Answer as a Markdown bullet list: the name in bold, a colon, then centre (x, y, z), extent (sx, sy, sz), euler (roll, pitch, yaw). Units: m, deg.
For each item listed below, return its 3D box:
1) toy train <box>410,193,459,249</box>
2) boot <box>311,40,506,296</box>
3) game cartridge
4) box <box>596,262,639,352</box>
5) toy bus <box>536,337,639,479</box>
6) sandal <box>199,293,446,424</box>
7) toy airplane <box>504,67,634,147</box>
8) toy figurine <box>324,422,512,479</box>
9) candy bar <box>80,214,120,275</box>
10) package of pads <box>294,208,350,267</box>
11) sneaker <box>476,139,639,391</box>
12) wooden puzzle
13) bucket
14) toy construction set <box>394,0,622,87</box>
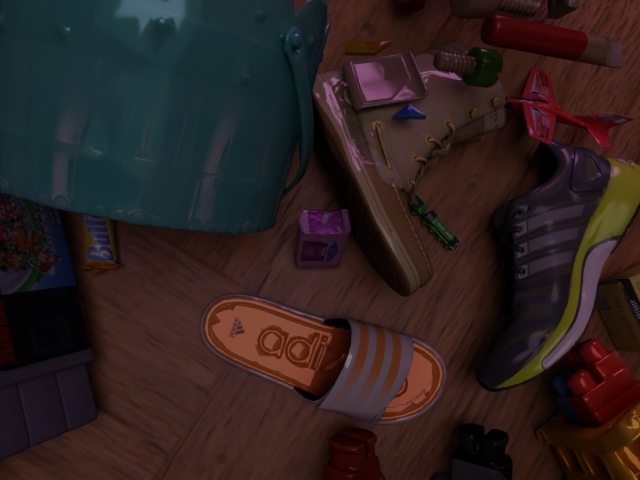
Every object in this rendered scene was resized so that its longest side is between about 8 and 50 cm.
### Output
- **toy train**: centre (0.126, -0.022, 0.592), extent (0.083, 0.024, 0.017), euler (45, 80, 1)
- **boot**: centre (0.111, -0.088, 0.551), extent (0.204, 0.095, 0.261), euler (-18, 67, -11)
- **game cartridge**: centre (-0.319, 0.012, 0.437), extent (0.068, 0.230, 0.354), euler (-18, 84, 29)
- **box**: centre (0.437, 0.045, 0.606), extent (0.233, 0.058, 0.087), euler (-23, 86, -9)
- **toy bus**: centre (0.313, 0.193, 0.496), extent (0.150, 0.220, 0.211), euler (-27, 80, -13)
- **sandal**: centre (0.004, 0.123, 0.531), extent (0.266, 0.076, 0.101), euler (16, 81, -5)
- **toy airplane**: centre (0.273, -0.146, 0.602), extent (0.151, 0.028, 0.151), euler (2, 49, -2)
- **toy figurine**: centre (0.105, 0.267, 0.461), extent (0.210, 0.213, 0.148), euler (0, 92, -10)
- **candy bar**: centre (-0.236, -0.043, 0.553), extent (0.040, 0.018, 0.161), euler (-7, 83, -8)
- **package of pads**: centre (0.000, 0.000, 0.544), extent (0.050, 0.083, 0.031), euler (-2, 62, -8)
- **sneaker**: centre (0.231, 0.021, 0.571), extent (0.121, 0.111, 0.299), euler (29, 74, 8)
- **wooden puzzle**: centre (0.063, -0.160, 0.527), extent (0.079, 0.014, 0.116), euler (-6, 59, 3)
- **bucket**: centre (-0.136, -0.122, 0.444), extent (0.282, 0.281, 0.182), euler (12, 99, -6)
- **toy construction set**: centre (0.223, -0.284, 0.520), extent (0.238, 0.257, 0.308), euler (3, 66, -19)
